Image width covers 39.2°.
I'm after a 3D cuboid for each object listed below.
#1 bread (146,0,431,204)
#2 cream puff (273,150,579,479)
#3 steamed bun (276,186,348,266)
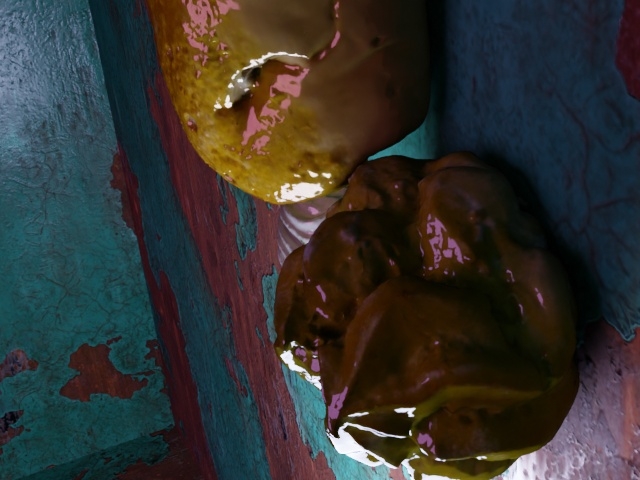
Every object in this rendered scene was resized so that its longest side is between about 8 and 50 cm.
[{"bbox_3d":[-0.058,-0.236,0.953,0.361,0.250,0.394,-137,35,-56],"label":"bread"},{"bbox_3d":[0.072,0.078,0.854,0.324,0.257,0.291,63,154,26],"label":"cream puff"},{"bbox_3d":[0.000,0.000,1.192,0.183,0.106,0.183,51,151,44],"label":"steamed bun"}]
